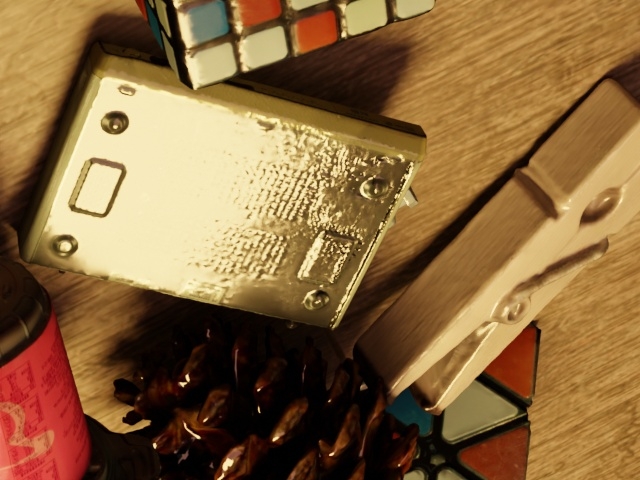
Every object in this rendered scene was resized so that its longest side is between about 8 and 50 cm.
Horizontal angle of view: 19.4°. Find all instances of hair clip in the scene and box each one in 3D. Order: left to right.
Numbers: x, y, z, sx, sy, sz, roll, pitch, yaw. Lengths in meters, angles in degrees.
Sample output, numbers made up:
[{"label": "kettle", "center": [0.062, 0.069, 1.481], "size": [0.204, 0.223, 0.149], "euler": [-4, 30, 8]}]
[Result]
[{"label": "hair clip", "center": [0.170, 0.013, 1.586], "size": [0.331, 0.085, 0.101], "euler": [-46, 135, 14]}]

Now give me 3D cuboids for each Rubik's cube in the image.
[{"label": "Rubik's cube", "center": [-0.044, -0.235, 1.193], "size": [0.184, 0.187, 0.182], "euler": [-17, 134, -9]}, {"label": "Rubik's cube", "center": [0.040, 0.207, 1.718], "size": [0.234, 0.284, 0.250], "euler": [15, 157, -13]}]

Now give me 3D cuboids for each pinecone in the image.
[{"label": "pinecone", "center": [-0.044, 0.181, 1.524], "size": [0.272, 0.224, 0.224], "euler": [42, 107, -5]}]

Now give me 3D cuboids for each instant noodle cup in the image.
[{"label": "instant noodle cup", "center": [-0.279, 0.119, 1.373], "size": [0.302, 0.258, 0.181], "euler": [-14, 118, -15]}]

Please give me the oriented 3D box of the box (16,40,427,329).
[{"label": "box", "center": [-0.076, -0.032, 1.426], "size": [0.270, 0.045, 0.211], "euler": [15, 121, -23]}]

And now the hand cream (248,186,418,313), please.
[{"label": "hand cream", "center": [0.000, 0.000, 1.522], "size": [0.171, 0.043, 0.065], "euler": [-32, 131, 6]}]
